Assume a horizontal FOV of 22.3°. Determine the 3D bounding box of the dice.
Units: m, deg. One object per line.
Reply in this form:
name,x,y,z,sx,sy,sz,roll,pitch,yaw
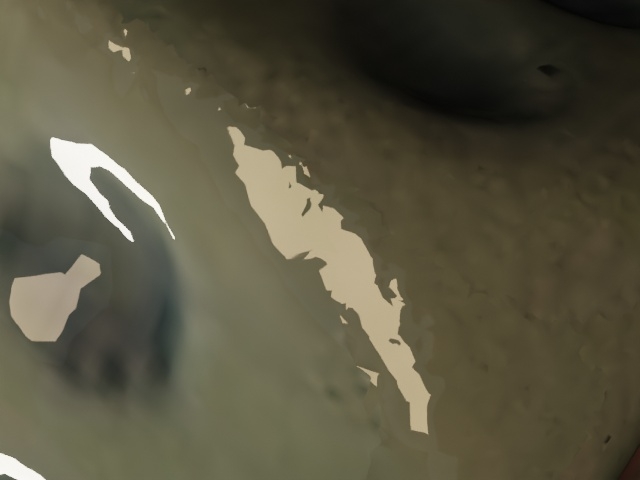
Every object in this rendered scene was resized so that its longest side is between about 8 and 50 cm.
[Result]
dice,0.000,0.000,0.516,0.264,0.268,0.262,34,131,19
